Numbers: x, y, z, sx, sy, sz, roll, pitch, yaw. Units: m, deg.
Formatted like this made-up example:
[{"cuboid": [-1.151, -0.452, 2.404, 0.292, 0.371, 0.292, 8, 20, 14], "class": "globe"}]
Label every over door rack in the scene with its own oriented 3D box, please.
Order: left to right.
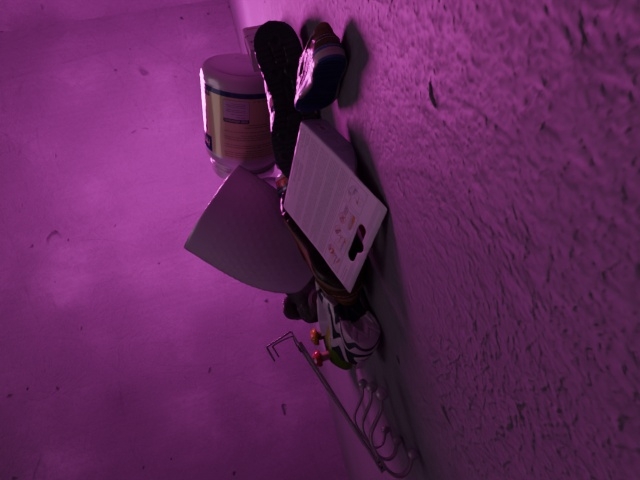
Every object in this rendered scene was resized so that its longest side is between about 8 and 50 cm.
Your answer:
[{"cuboid": [0.041, 0.294, 0.825, 0.324, 0.108, 0.239, 44, 167, 8], "class": "over door rack"}]

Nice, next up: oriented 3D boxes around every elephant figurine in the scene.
[{"cuboid": [-0.046, 0.212, 1.426, 0.169, 0.186, 0.239, 133, 125, -64], "class": "elephant figurine"}]

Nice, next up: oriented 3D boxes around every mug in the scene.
[{"cuboid": [-0.149, -0.039, 1.191, 0.276, 0.328, 0.374, -45, 16, 46], "class": "mug"}]

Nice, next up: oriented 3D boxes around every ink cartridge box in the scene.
[{"cuboid": [-0.131, -0.477, 1.012, 0.056, 0.099, 0.135, 83, 171, -48], "class": "ink cartridge box"}, {"cuboid": [0.026, -0.060, 0.685, 0.232, 0.066, 0.189, 48, 140, 30], "class": "ink cartridge box"}]

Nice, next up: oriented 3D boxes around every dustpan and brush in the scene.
[{"cuboid": [0.023, 0.153, 1.144, 0.211, 0.061, 0.147, 77, -163, -45], "class": "dustpan and brush"}]

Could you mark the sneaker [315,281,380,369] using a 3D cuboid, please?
[{"cuboid": [0.047, 0.162, 0.863, 0.235, 0.094, 0.153, -125, 29, -42], "class": "sneaker"}]

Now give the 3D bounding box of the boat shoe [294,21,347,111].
[{"cuboid": [-0.002, -0.260, 0.636, 0.183, 0.066, 0.066, 152, 109, -72], "class": "boat shoe"}]

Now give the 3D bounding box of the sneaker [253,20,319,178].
[{"cuboid": [-0.057, -0.291, 0.880, 0.131, 0.112, 0.318, -82, -14, -63], "class": "sneaker"}]

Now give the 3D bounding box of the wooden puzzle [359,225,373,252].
[{"cuboid": [0.075, -0.016, 0.686, 0.049, 0.006, 0.083, 94, 161, -65], "class": "wooden puzzle"}]

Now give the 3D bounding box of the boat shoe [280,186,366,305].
[{"cuboid": [0.000, 0.000, 0.845, 0.119, 0.123, 0.323, 77, 174, -46], "class": "boat shoe"}]

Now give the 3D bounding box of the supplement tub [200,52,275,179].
[{"cuboid": [-0.230, -0.361, 1.235, 0.235, 0.236, 0.324, -112, 23, -46], "class": "supplement tub"}]

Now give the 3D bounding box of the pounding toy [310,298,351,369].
[{"cuboid": [0.014, 0.303, 1.295, 0.183, 0.110, 0.236, -128, 25, -72], "class": "pounding toy"}]

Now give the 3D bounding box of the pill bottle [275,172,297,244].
[{"cuboid": [-0.042, -0.082, 1.031, 0.108, 0.108, 0.180, 121, 134, -79], "class": "pill bottle"}]

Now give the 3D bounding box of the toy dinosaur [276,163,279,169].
[{"cuboid": [-0.174, -0.392, 1.471, 0.218, 0.165, 0.321, 127, 150, -61], "class": "toy dinosaur"}]
